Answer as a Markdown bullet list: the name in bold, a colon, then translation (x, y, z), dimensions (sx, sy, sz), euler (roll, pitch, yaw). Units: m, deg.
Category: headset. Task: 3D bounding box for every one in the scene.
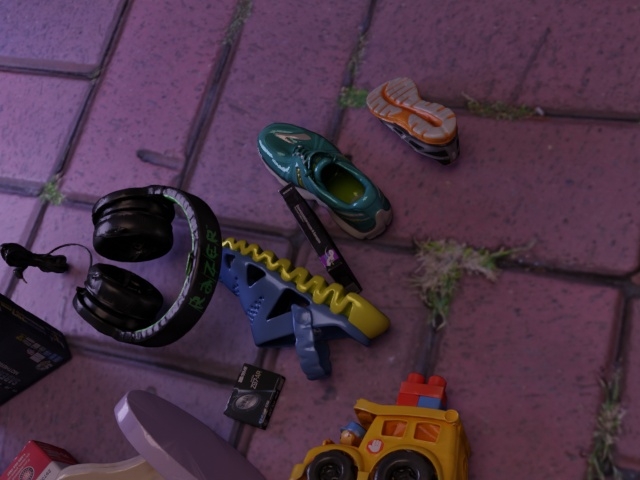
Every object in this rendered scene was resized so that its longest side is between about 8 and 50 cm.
- **headset**: translation (-0.324, 0.032, 1.346), dimensions (0.394, 0.185, 0.243), euler (-1, 75, 42)

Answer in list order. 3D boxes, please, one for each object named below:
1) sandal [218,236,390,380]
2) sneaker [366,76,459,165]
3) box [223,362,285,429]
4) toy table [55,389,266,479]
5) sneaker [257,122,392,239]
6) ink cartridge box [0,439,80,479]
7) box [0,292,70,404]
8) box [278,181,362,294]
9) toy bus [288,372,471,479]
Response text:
- **sandal**: translation (-0.063, 0.099, 1.283), dimensions (0.317, 0.126, 0.138), euler (26, 81, 28)
- **sneaker**: translation (0.144, -0.186, 1.367), dimensions (0.084, 0.083, 0.215), euler (-34, 43, -4)
- **box**: translation (-0.098, 0.230, 1.290), dimensions (0.067, 0.018, 0.083), euler (15, 73, 23)
- **toy table**: translation (-0.201, 0.343, 1.162), dimensions (0.274, 0.252, 0.161), euler (43, 95, -4)
- **sneaker**: translation (0.003, -0.114, 1.360), dimensions (0.275, 0.110, 0.107), euler (37, 82, 29)
- **ink cartridge box**: translation (-0.373, 0.430, 1.244), dimensions (0.237, 0.100, 0.172), euler (34, 81, 28)
- **box**: translation (-0.527, 0.169, 1.337), dimensions (0.183, 0.232, 0.059), euler (-32, 55, 2)
- **box**: translation (0.000, 0.000, 1.306), dimensions (0.029, 0.116, 0.162), euler (-32, 60, 4)
- **toy bus**: translation (0.091, 0.275, 1.147), dimensions (0.220, 0.149, 0.211), euler (1, 54, 21)
